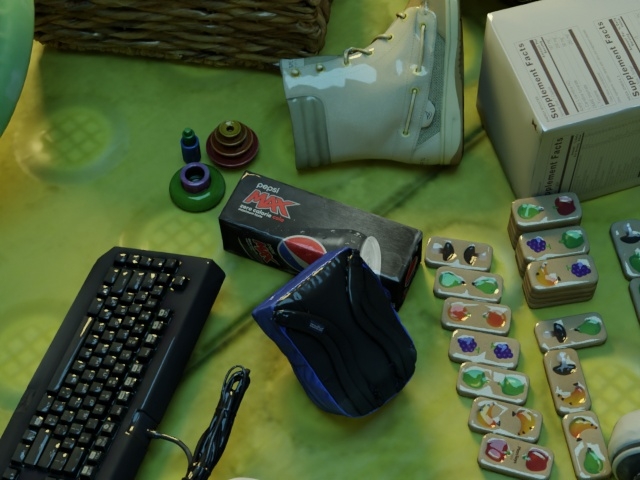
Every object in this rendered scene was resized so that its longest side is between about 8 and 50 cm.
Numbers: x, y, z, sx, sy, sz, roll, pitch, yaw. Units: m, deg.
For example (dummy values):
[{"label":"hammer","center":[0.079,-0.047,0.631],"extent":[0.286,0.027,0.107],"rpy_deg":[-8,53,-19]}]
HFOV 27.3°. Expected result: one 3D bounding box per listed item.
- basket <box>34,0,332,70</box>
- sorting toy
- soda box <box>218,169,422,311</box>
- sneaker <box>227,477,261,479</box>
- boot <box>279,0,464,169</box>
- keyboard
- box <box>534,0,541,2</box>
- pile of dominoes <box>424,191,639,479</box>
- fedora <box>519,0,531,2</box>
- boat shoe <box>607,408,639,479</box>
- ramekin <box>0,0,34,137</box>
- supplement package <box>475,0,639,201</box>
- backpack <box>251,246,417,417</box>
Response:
[{"label":"basket","center":[-0.128,-0.314,1.240],"extent":[0.299,0.213,0.223],"rpy_deg":[7,59,6]},{"label":"sorting toy","center":[-0.101,-0.077,1.189],"extent":[0.061,0.042,0.102],"rpy_deg":[30,63,19]},{"label":"soda box","center":[0.000,0.000,1.130],"extent":[0.169,0.053,0.060],"rpy_deg":[19,60,14]},{"label":"sneaker","center":[0.016,0.255,0.912],"extent":[0.104,0.147,0.296],"rpy_deg":[-35,62,-17]},{"label":"boot","center":[0.044,-0.170,1.180],"extent":[0.165,0.077,0.213],"rpy_deg":[-2,96,4]},{"label":"keyboard","center":[-0.154,0.143,1.037],"extent":[0.201,0.033,0.317],"rpy_deg":[10,58,21]},{"label":"box","center":[0.252,-0.211,1.277],"extent":[0.067,0.018,0.083],"rpy_deg":[-31,62,-18]},{"label":"pile of dominoes","center":[0.202,0.077,1.083],"extent":[0.196,0.040,0.251],"rpy_deg":[-8,57,-4]},{"label":"fedora","center":[0.222,-0.321,1.261],"extent":[0.124,0.243,0.275],"rpy_deg":[46,32,-9]},{"label":"boat shoe","center":[0.360,0.223,0.935],"extent":[0.335,0.121,0.119],"rpy_deg":[20,56,12]},{"label":"ramekin","center":[-0.406,-0.177,1.115],"extent":[0.303,0.148,0.303],"rpy_deg":[-6,78,29]},{"label":"supplement package","center":[0.276,-0.138,1.159],"extent":[0.244,0.139,0.134],"rpy_deg":[-15,60,-8]},{"label":"backpack","center":[0.016,0.078,1.055],"extent":[0.098,0.101,0.120],"rpy_deg":[-38,96,-16]}]
